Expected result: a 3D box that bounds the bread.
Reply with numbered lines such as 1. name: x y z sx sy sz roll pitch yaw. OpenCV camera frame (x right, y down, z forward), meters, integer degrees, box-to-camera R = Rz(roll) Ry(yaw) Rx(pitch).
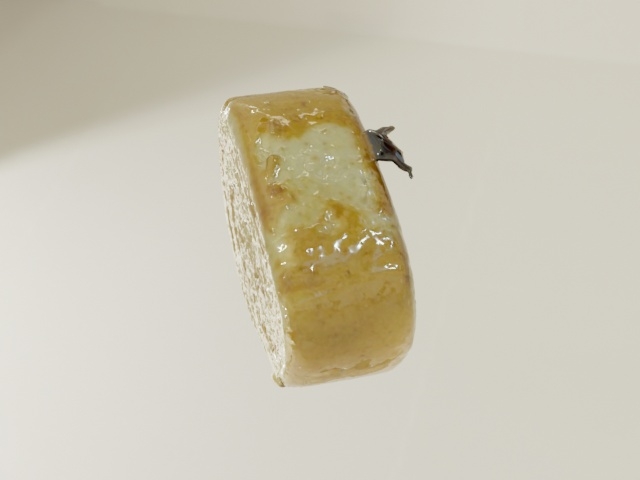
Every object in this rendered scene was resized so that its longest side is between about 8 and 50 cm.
1. bread: 0.000 0.000 0.748 0.122 0.073 0.149 96 160 -55
